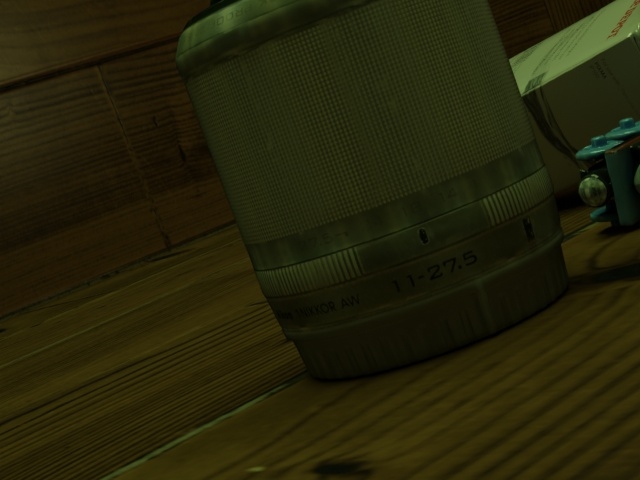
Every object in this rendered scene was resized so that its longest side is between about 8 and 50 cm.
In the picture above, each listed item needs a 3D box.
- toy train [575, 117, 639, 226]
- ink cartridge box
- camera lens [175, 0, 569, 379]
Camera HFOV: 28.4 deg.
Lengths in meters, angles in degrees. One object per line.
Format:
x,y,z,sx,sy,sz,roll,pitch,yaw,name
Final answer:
0.291,-0.068,1.056,0.105,0.080,0.184,-7,13,45,toy train
0.268,-0.147,1.321,0.283,0.117,0.207,-27,14,41,ink cartridge box
0.037,-0.066,0.892,0.219,0.274,0.219,-20,5,2,camera lens
